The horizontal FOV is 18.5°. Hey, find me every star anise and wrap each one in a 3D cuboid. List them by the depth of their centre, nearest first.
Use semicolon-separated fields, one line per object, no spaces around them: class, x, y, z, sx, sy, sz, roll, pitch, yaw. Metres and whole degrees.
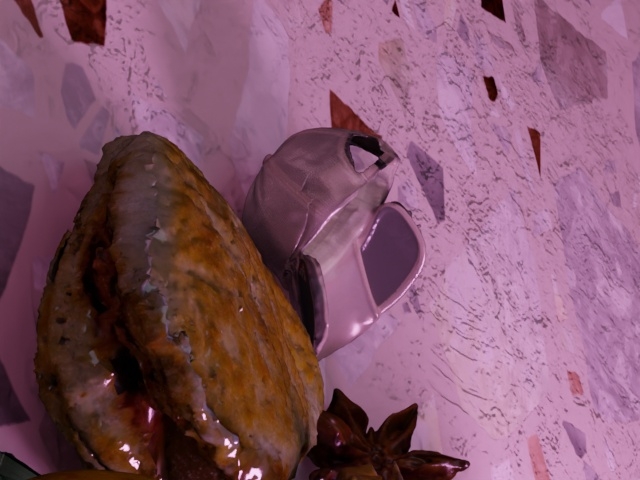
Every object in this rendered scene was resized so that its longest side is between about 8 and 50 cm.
star anise;0.047;0.245;2.152;0.212;0.111;0.196;-28;78;-30

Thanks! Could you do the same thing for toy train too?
toy train;-0.267;0.224;1.717;0.093;0.038;0.056;42;43;-41

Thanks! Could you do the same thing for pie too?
pie;-0.130;0.090;1.896;0.418;0.180;0.395;-78;145;-61

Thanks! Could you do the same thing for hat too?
hat;0.003;0.008;2.186;0.232;0.161;0.275;-30;123;-48

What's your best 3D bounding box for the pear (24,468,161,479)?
pear;-0.182;0.336;1.599;0.336;0.285;0.285;88;9;-50

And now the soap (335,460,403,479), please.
soap;-0.022;0.393;1.833;0.169;0.304;0.338;108;-39;-65
